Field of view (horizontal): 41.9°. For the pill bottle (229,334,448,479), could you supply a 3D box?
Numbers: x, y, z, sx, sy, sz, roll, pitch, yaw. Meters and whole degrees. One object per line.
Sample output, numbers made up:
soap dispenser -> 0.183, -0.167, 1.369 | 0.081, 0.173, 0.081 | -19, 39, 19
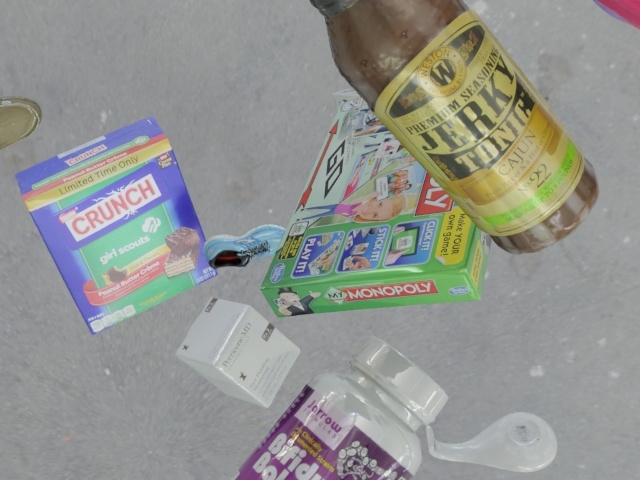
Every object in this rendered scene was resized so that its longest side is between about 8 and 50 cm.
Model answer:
pill bottle -> 0.014, 0.268, 1.002 | 0.169, 0.169, 0.301 | 39, 81, 0

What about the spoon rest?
spoon rest -> 0.360, 0.427, 1.767 | 0.276, 0.084, 0.137 | -1, 48, 0

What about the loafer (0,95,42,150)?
loafer -> -0.373, -0.114, 0.913 | 0.148, 0.056, 0.050 | -24, 43, -21

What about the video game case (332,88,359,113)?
video game case -> 0.099, -0.164, 1.657 | 0.061, 0.244, 0.270 | -14, 103, -7

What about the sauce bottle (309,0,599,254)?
sauce bottle -> 0.084, -0.127, 0.642 | 0.344, 0.111, 0.111 | 41, 70, -27

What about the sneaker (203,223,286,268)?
sneaker -> -0.126, 0.022, 1.479 | 0.162, 0.073, 0.063 | -13, 122, 0

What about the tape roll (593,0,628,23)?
tape roll -> 0.446, -0.381, 1.113 | 0.189, 0.080, 0.189 | 2, 64, -4

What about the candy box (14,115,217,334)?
candy box -> -0.363, -0.025, 1.528 | 0.268, 0.122, 0.317 | -26, 127, -15

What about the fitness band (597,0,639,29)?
fitness band -> 0.202, -0.238, 0.584 | 0.054, 0.209, 0.291 | -44, 59, 6

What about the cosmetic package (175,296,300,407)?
cosmetic package -> -0.176, 0.239, 1.792 | 0.184, 0.151, 0.151 | 46, 64, -36

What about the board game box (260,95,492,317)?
board game box -> 0.084, -0.060, 0.876 | 0.046, 0.213, 0.317 | 59, 36, -35
